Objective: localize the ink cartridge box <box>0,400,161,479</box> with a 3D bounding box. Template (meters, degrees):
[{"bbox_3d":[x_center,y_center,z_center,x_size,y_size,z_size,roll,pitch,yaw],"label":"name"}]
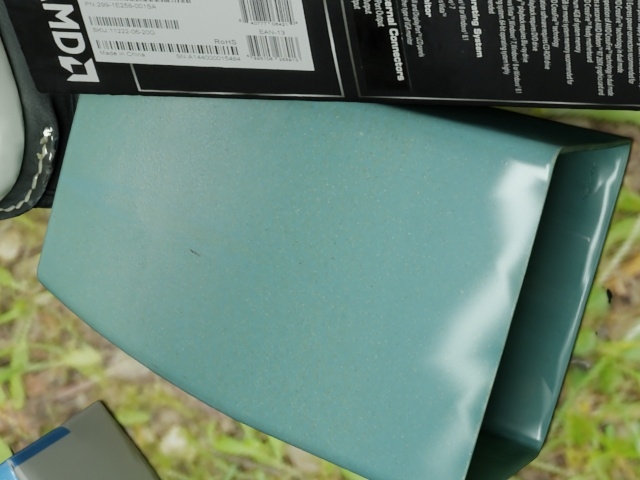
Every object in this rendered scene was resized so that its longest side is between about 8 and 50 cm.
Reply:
[{"bbox_3d":[-0.180,0.177,1.003,0.191,0.139,0.082,-36,89,14],"label":"ink cartridge box"}]

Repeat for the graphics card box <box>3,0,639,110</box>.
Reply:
[{"bbox_3d":[0.064,-0.169,0.871,0.371,0.094,0.232,3,53,14],"label":"graphics card box"}]

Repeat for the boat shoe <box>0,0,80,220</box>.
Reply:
[{"bbox_3d":[-0.185,-0.155,0.976,0.114,0.091,0.302,-15,83,34],"label":"boat shoe"}]

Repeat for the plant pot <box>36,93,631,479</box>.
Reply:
[{"bbox_3d":[0.000,0.000,0.939,0.234,0.166,0.165,18,100,18],"label":"plant pot"}]
